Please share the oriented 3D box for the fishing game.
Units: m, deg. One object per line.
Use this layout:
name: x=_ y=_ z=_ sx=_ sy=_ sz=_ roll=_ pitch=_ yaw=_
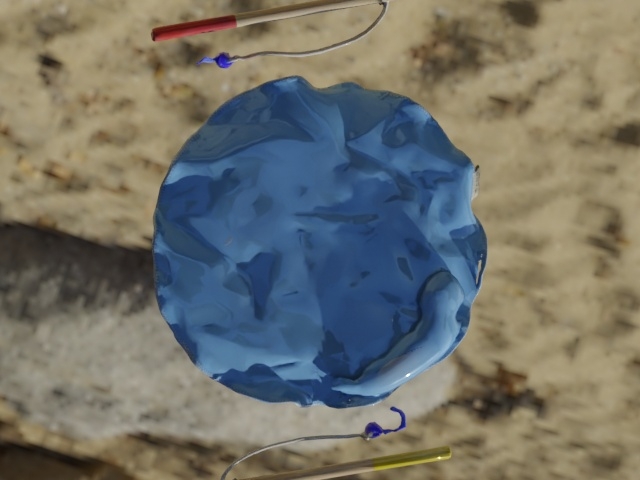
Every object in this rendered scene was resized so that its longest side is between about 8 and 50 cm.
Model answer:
fishing game: x=0.000 y=0.000 z=0.978 sx=0.189 sy=0.264 sz=0.041 roll=-12 pitch=-172 yaw=-12
